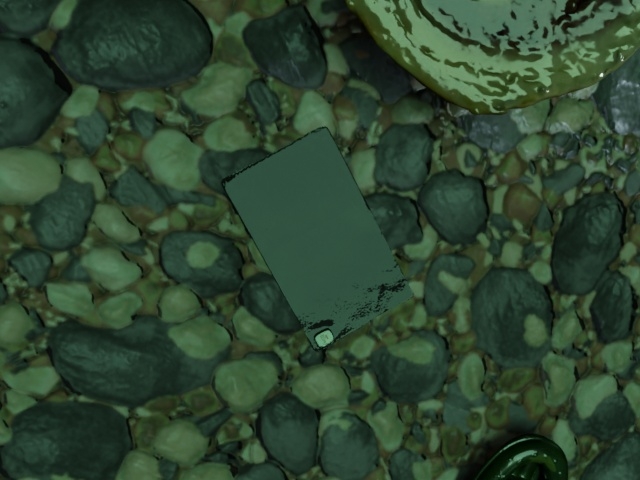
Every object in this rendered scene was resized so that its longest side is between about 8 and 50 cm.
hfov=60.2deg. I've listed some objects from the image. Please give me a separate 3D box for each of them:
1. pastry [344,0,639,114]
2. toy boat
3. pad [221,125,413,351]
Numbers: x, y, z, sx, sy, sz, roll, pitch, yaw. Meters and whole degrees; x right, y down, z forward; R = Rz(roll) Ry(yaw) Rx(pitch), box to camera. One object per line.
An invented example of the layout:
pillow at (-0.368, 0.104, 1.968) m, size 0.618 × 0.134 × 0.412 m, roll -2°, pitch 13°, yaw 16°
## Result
pastry at (0.147, -0.239, 0.462) m, size 0.256 × 0.170 × 0.236 m, roll 31°, pitch 109°, yaw -14°
toy boat at (0.187, 0.294, 0.561) m, size 0.104 × 0.052 × 0.210 m, roll 21°, pitch 92°, yaw -7°
pad at (0.000, 0.000, 0.533) m, size 0.116 × 0.004 × 0.193 m, roll -29°, pitch 97°, yaw -6°
